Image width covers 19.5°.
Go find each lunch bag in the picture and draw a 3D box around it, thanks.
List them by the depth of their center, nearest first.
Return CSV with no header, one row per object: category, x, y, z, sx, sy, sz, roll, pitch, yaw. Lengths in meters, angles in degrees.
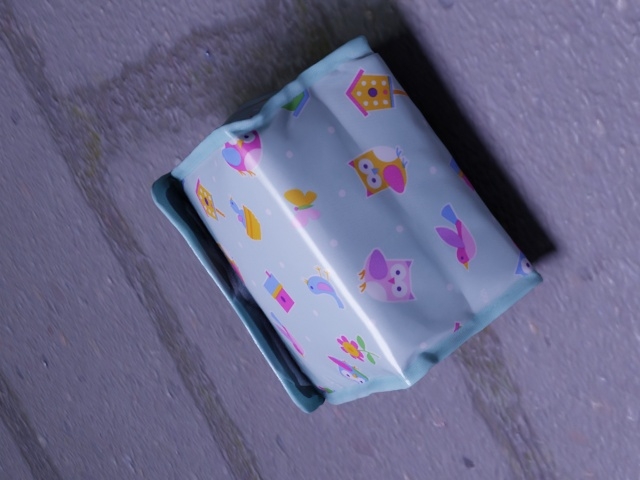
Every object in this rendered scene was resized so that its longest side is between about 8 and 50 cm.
lunch bag,0.000,0.000,1.340,0.223,0.160,0.262,55,158,-4
